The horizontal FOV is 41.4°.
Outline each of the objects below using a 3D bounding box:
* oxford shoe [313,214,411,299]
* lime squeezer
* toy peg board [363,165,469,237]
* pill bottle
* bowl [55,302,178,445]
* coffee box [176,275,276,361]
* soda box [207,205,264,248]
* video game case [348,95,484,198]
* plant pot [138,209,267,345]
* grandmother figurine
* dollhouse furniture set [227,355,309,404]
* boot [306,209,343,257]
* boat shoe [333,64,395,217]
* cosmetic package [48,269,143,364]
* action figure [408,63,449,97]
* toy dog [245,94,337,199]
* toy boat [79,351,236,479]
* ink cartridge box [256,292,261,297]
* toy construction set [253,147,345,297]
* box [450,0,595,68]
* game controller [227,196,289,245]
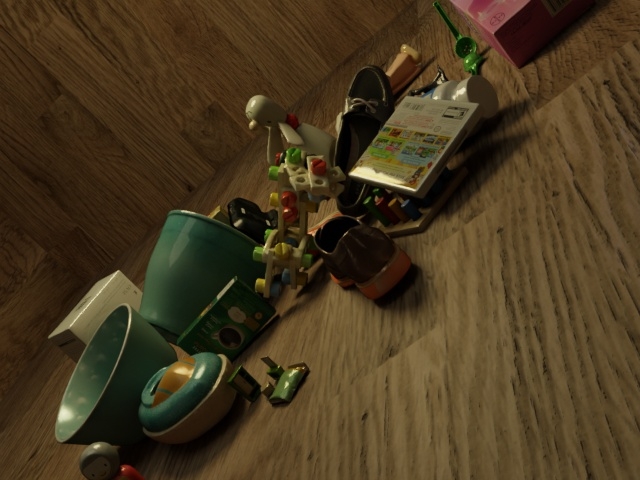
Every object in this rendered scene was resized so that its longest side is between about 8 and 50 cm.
[{"bbox_3d":[0.054,0.004,1.525,0.130,0.133,0.364,-47,12,-6],"label":"oxford shoe"},{"bbox_3d":[0.363,-0.471,2.093,0.059,0.110,0.310,-24,51,12],"label":"lime squeezer"},{"bbox_3d":[0.168,-0.091,1.600,0.161,0.079,0.161,-51,16,-22],"label":"toy peg board"},{"bbox_3d":[0.252,-0.251,1.727,0.222,0.124,0.124,-23,26,50],"label":"pill bottle"},{"bbox_3d":[-0.408,0.303,1.773,0.311,0.163,0.311,-44,29,33],"label":"bowl"},{"bbox_3d":[-0.193,0.175,1.729,0.184,0.113,0.040,-49,16,2],"label":"coffee box"},{"bbox_3d":[-0.210,-0.002,2.125,0.061,0.181,0.058,-44,16,5],"label":"soda box"},{"bbox_3d":[0.177,-0.183,1.606,0.206,0.026,0.227,-54,33,-9],"label":"video game case"},{"bbox_3d":[-0.278,0.108,1.904,0.272,0.272,0.255,-14,48,61],"label":"plant pot"},{"bbox_3d":[0.165,-0.418,2.459,0.342,0.104,0.208,-51,-11,-16],"label":"grandmother figurine"},{"bbox_3d":[-0.091,0.233,1.436,0.152,0.058,0.076,-23,26,53],"label":"dollhouse furniture set"},{"bbox_3d":[0.000,0.000,1.832,0.158,0.059,0.084,-41,20,4],"label":"boot"},{"bbox_3d":[0.091,-0.214,1.797,0.095,0.112,0.334,8,-90,-77],"label":"boat shoe"},{"bbox_3d":[-0.550,0.244,2.255,0.138,0.224,0.224,-23,26,47],"label":"cosmetic package"},{"bbox_3d":[0.180,-0.270,1.914,0.276,0.164,0.141,-31,30,10],"label":"action figure"},{"bbox_3d":[-0.050,-0.221,2.151,0.220,0.334,0.160,105,-174,-71],"label":"toy dog"},{"bbox_3d":[-0.288,0.321,1.525,0.267,0.148,0.318,-26,24,53],"label":"toy boat"},{"bbox_3d":[-0.150,0.157,1.802,0.083,0.048,0.028,-42,15,3],"label":"ink cartridge box"},{"bbox_3d":[-0.053,-0.057,1.695,0.215,0.151,0.327,-71,2,-49],"label":"toy construction set"},{"bbox_3d":[0.438,-0.532,1.870,0.213,0.117,0.243,-41,36,11],"label":"box"},{"bbox_3d":[-0.150,-0.036,2.096,0.319,0.167,0.067,-122,51,-75],"label":"game controller"}]
